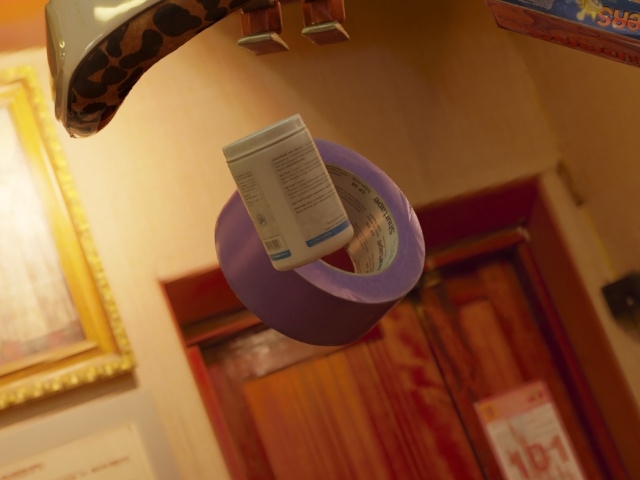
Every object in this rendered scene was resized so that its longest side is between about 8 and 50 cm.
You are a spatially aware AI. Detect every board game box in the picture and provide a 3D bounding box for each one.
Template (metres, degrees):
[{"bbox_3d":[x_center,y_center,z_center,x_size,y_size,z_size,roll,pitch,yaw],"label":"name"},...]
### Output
[{"bbox_3d":[0.260,-0.204,1.187,0.201,0.035,0.136,19,2,14],"label":"board game box"}]

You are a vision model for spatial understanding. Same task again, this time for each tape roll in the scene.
[{"bbox_3d":[0.000,0.000,1.188,0.189,0.189,0.080,-12,-27,-41],"label":"tape roll"}]

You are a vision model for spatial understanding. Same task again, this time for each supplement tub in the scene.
[{"bbox_3d":[-0.025,-0.037,0.975,0.071,0.107,0.071,-23,7,3],"label":"supplement tub"}]

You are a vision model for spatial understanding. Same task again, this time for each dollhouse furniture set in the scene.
[{"bbox_3d":[-0.089,-0.348,1.493,0.259,0.262,0.135,-8,-3,11],"label":"dollhouse furniture set"}]

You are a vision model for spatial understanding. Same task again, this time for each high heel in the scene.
[{"bbox_3d":[-0.075,-0.139,0.788,0.186,0.093,0.261,-5,-27,-19],"label":"high heel"}]
